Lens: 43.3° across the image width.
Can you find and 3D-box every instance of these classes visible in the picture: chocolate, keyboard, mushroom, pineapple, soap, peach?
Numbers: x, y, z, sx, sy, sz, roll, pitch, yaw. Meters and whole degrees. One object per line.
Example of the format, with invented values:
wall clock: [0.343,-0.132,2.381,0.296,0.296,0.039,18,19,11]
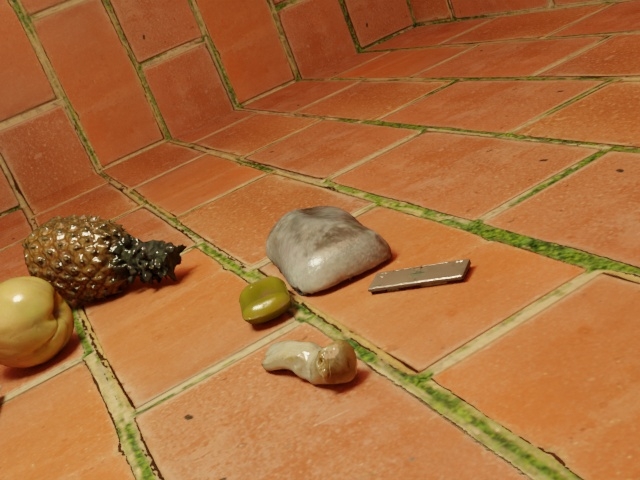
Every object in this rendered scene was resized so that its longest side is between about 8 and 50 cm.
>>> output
chocolate: [0.000,0.000,1.505,0.185,0.100,0.303,-23,22,-12]
keyboard: [0.158,0.058,1.289,0.166,0.017,0.055,-10,27,30]
mushroom: [-0.023,0.167,1.145,0.059,0.054,0.202,-35,19,-30]
pineapple: [-0.464,0.034,1.776,0.362,0.202,0.202,-3,26,27]
soap: [-0.096,0.104,1.393,0.089,0.045,0.140,-20,18,-3]
peach: [-0.580,0.160,1.572,0.184,0.184,0.184,-19,19,7]
